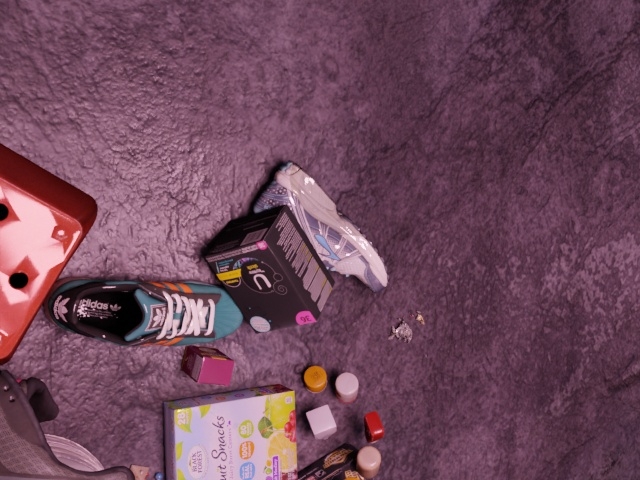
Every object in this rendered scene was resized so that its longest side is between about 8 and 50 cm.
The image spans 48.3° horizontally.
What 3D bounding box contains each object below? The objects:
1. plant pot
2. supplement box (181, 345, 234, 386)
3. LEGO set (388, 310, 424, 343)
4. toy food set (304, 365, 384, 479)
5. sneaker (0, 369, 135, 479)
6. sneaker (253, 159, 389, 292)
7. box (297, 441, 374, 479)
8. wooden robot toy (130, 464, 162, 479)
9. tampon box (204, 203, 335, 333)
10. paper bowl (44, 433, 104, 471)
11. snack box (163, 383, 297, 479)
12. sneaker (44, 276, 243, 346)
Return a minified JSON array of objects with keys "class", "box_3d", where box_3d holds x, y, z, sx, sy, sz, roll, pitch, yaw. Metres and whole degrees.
[{"class":"plant pot","box_3d":[-0.430,0.004,0.870,0.267,0.235,0.267,34,79,-28]},{"class":"supplement box","box_3d":[-0.177,0.195,1.116,0.055,0.083,0.043,14,90,-30]},{"class":"LEGO set","box_3d":[0.163,0.163,1.332,0.083,0.023,0.054,-48,115,-16]},{"class":"toy food set","box_3d":[0.044,0.328,1.219,0.111,0.104,0.232,-20,62,-9]},{"class":"sneaker","box_3d":[-0.439,0.239,0.869,0.482,0.185,0.202,32,59,3]},{"class":"sneaker","box_3d":[0.000,0.000,1.196,0.122,0.110,0.283,-43,112,2]},{"class":"box","box_3d":[-0.010,0.558,1.257,0.293,0.073,0.296,-26,107,-24]},{"class":"wooden robot toy","box_3d":[-0.265,0.437,1.100,0.076,0.079,0.173,-9,99,-28]},{"class":"tampon box","box_3d":[-0.076,0.047,1.110,0.161,0.120,0.101,59,35,-23]},{"class":"paper bowl","box_3d":[-0.411,0.425,0.982,0.284,0.148,0.284,-4,99,-29]},{"class":"snack box","box_3d":[-0.143,0.336,1.154,0.207,0.070,0.175,-4,92,-27]},{"class":"sneaker","box_3d":[-0.241,0.112,1.050,0.302,0.121,0.108,5,92,-30]}]
